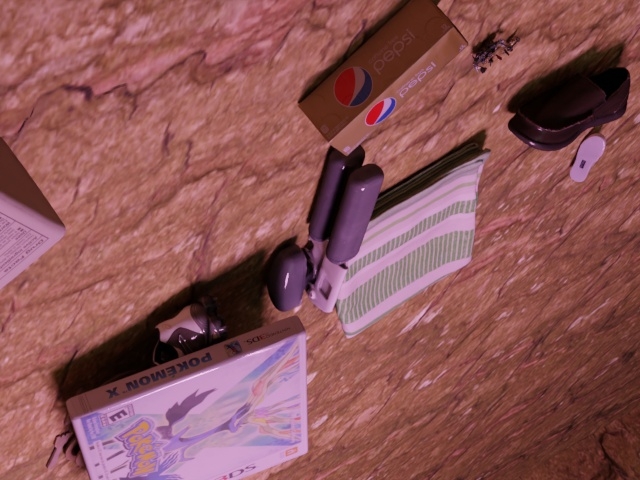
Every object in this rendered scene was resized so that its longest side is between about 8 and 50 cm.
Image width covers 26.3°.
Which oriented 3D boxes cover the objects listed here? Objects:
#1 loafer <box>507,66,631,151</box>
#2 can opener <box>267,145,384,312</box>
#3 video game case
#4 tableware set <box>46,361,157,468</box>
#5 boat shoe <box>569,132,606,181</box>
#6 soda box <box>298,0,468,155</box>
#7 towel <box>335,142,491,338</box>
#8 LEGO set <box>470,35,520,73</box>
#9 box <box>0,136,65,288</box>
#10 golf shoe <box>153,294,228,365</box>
[{"bbox_3d":[0.335,-0.188,1.834,0.220,0.080,0.078,-26,145,-37],"label":"loafer"},{"bbox_3d":[0.000,0.000,1.682,0.095,0.076,0.283,-26,153,-28],"label":"can opener"},{"bbox_3d":[-0.158,0.243,1.766,0.300,0.036,0.329,-20,147,-13],"label":"video game case"},{"bbox_3d":[-0.274,0.238,1.773,0.128,0.039,0.194,-19,151,-38],"label":"tableware set"},{"bbox_3d":[0.412,-0.133,2.094,0.035,0.035,0.100,-55,168,-40],"label":"boat shoe"},{"bbox_3d":[0.068,-0.177,1.465,0.181,0.061,0.058,-42,156,10],"label":"soda box"},{"bbox_3d":[0.125,0.006,1.925,0.248,0.038,0.325,-31,156,-15],"label":"towel"},{"bbox_3d":[0.203,-0.225,1.633,0.054,0.023,0.083,-48,168,28],"label":"LEGO set"},{"bbox_3d":[-0.343,-0.045,1.039,0.148,0.121,0.311,-39,157,3],"label":"box"},{"bbox_3d":[-0.167,0.141,1.721,0.093,0.077,0.198,-19,146,-15],"label":"golf shoe"}]
